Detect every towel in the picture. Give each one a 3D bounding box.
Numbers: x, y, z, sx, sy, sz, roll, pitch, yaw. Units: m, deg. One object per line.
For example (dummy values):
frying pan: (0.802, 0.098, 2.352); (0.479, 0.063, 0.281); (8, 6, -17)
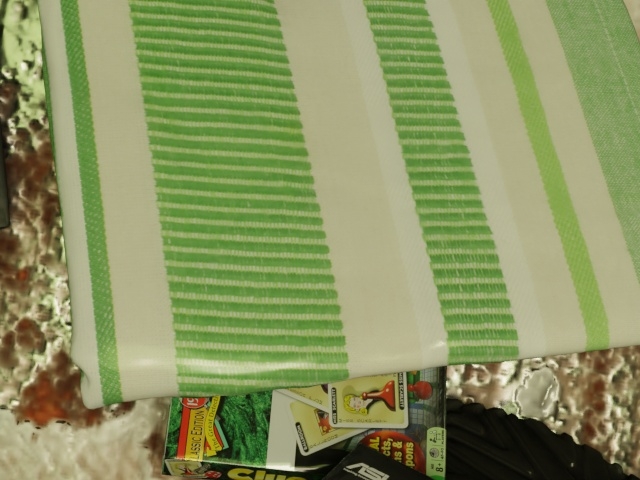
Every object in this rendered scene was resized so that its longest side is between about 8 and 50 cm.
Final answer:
towel: (0.027, -0.045, 0.585); (0.324, 0.038, 0.248); (-6, 64, -12)

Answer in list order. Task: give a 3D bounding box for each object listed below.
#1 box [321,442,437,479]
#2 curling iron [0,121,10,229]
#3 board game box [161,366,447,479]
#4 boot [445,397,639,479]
box: (0.070, 0.210, 0.500); (0.184, 0.045, 0.191); (23, 120, 26)
curling iron: (-0.214, -0.137, 0.629); (0.068, 0.035, 0.274); (-17, 88, -1)
board game box: (0.000, 0.000, 0.592); (0.136, 0.030, 0.260); (5, 63, -3)
boot: (0.126, 0.257, 0.590); (0.348, 0.131, 0.260); (24, 122, 28)
